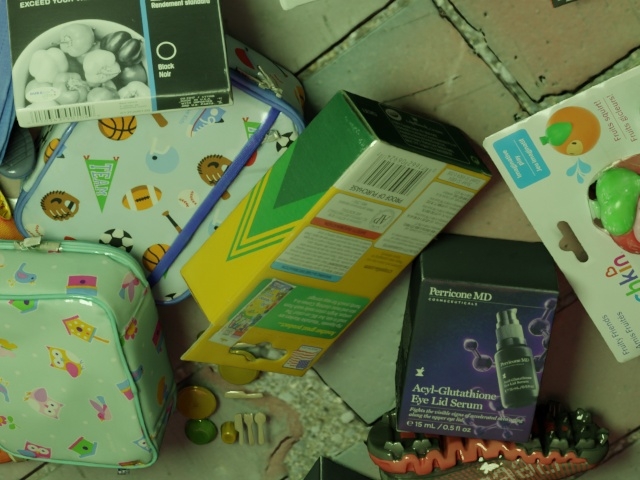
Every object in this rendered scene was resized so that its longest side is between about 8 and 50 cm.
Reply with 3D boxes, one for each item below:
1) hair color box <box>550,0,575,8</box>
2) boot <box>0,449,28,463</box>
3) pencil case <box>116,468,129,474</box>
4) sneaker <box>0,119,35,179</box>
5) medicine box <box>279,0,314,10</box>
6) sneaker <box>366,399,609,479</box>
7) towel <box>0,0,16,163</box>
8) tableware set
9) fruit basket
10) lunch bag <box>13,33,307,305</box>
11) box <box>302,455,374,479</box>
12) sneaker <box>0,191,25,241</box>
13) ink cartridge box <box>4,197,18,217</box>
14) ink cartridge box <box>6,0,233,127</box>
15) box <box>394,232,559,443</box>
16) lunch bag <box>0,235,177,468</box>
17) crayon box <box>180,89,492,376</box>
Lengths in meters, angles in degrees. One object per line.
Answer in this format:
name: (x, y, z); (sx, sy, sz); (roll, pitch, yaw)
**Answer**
hair color box: (0.241, -0.308, 1.784); (0.072, 0.043, 0.141); (-18, 117, 11)
boot: (-0.397, 0.196, 2.065); (0.085, 0.059, 0.158); (-10, 120, 11)
pencil case: (-0.229, 0.187, 2.054); (0.070, 0.064, 0.151); (-9, 120, -11)
sneaker: (-0.330, -0.095, 1.862); (0.053, 0.144, 0.059); (-27, 131, -19)
medicine box: (0.071, -0.358, 1.615); (0.263, 0.289, 0.149); (-15, 121, 8)
sneaker: (0.195, 0.260, 2.076); (0.276, 0.097, 0.135); (-5, 119, 5)
towel: (-0.450, -0.220, 1.772); (0.336, 0.040, 0.243); (15, 85, -9)
tableware set: (-0.116, 0.172, 2.071); (0.104, 0.024, 0.154); (-2, 121, 5)
fruit basket: (0.397, -0.048, 1.860); (0.353, 0.165, 0.327); (-27, 116, 14)
lunch bag: (-0.158, -0.087, 1.873); (0.243, 0.115, 0.303); (30, 116, -18)
box: (0.053, 0.458, 2.139); (0.294, 0.182, 0.296); (26, 116, -15)
sneaker: (-0.366, -0.044, 1.913); (0.175, 0.064, 0.067); (43, 114, -12)
ink cartridge box: (-0.391, 0.037, 1.994); (0.145, 0.045, 0.179); (0, 101, 0)
ink cartridge box: (-0.198, -0.218, 1.741); (0.206, 0.208, 0.045); (-7, 158, -5)
box: (0.168, 0.106, 1.983); (0.153, 0.108, 0.207); (5, 120, -2)
lunch bag: (-0.280, 0.115, 1.900); (0.224, 0.108, 0.279); (3, 133, 17)
crayon box: (0.000, 0.000, 1.881); (0.203, 0.083, 0.323); (13, 126, -50)
